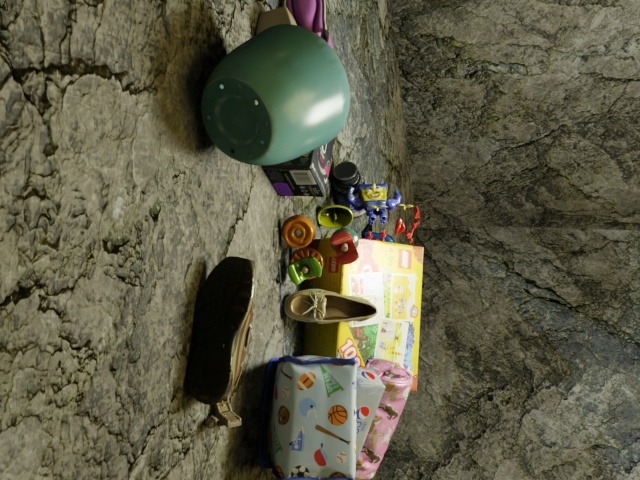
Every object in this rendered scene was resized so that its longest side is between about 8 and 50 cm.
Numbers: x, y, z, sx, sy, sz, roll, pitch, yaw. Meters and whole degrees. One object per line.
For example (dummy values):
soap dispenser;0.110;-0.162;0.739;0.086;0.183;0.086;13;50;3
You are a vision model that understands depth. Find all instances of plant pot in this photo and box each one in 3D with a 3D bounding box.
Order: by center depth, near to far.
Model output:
plant pot;-0.117;-0.298;1.389;0.235;0.292;0.293;-43;134;-48
plant pot;-0.109;-0.551;1.685;0.109;0.108;0.096;29;52;-72

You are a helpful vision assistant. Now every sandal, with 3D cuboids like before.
sandal;-0.036;-0.554;1.769;0.102;0.169;0.417;114;-34;-72

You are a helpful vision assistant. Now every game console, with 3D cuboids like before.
game console;0.283;0.085;2.971;0.173;0.250;0.293;-20;113;-44

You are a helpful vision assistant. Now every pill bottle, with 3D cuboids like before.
pill bottle;0.114;-0.194;2.433;0.219;0.122;0.123;70;28;-52

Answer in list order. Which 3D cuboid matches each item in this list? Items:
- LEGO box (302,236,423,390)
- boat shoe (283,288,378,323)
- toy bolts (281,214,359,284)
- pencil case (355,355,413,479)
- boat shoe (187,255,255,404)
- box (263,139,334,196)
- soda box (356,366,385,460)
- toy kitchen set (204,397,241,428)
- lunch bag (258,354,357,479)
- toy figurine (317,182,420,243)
LEGO box;0.148;0.255;2.177;0.372;0.193;0.501;7;83;-37
boat shoe;0.032;0.200;1.943;0.089;0.285;0.105;163;-73;-74
toy bolts;0.000;0.000;1.945;0.158;0.228;0.218;-79;152;-74
pencil case;0.155;0.560;1.989;0.160;0.167;0.386;-57;165;-73
boat shoe;-0.212;0.198;1.418;0.120;0.122;0.324;51;51;-73
box;-0.051;-0.278;1.828;0.165;0.143;0.271;61;34;-60
soda box;0.089;0.512;1.852;0.098;0.091;0.286;50;-54;60
toy kitchen set;-0.229;0.381;1.451;0.068;0.083;0.075;-6;100;-31
lunch bag;-0.043;0.486;1.773;0.385;0.238;0.328;130;-35;-76
toy figurine;0.167;-0.120;2.328;0.217;0.362;0.191;-93;179;-46
